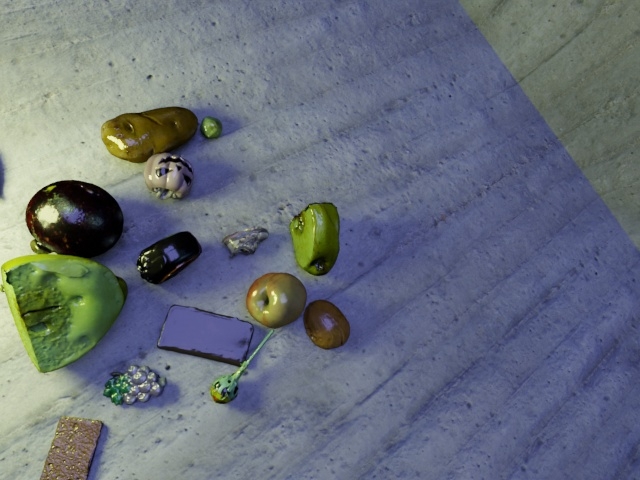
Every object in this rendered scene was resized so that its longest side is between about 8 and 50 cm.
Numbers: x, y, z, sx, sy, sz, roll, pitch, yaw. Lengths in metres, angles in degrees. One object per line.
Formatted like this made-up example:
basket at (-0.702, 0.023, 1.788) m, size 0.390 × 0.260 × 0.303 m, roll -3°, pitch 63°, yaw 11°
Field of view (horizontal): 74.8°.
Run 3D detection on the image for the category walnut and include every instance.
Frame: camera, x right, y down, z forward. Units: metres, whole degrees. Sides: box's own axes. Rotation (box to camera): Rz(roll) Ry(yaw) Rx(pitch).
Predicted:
walnut at (0.029, 0.321, 1.610) m, size 0.167 × 0.087 × 0.211 m, roll -37°, pitch 88°, yaw -21°

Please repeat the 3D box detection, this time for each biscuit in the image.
biscuit at (-0.756, 0.660, 1.265) m, size 0.131 × 0.025 × 0.230 m, roll 15°, pitch 70°, yaw -13°

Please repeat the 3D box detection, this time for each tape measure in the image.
tape measure at (-0.523, 0.056, 1.440) m, size 0.223 × 0.202 × 0.135 m, roll -35°, pitch 90°, yaw -20°

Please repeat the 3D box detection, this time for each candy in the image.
candy at (-0.264, 0.429, 1.454) m, size 0.305 × 0.083 × 0.091 m, roll -52°, pitch 123°, yaw -14°

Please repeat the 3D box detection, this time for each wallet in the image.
wallet at (-0.400, 0.335, 1.481) m, size 0.310 × 0.042 × 0.165 m, roll 17°, pitch 70°, yaw -13°

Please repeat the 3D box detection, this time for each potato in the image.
potato at (-0.629, -0.408, 1.581) m, size 0.369 × 0.196 × 0.176 m, roll -30°, pitch 121°, yaw -33°

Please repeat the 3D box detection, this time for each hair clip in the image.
hair clip at (-0.606, 0.472, 1.372) m, size 0.196 × 0.052 × 0.123 m, roll -6°, pitch 66°, yaw -12°

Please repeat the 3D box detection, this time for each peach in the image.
peach at (-0.148, 0.215, 1.525) m, size 0.233 × 0.232 × 0.232 m, roll 6°, pitch 72°, yaw -17°

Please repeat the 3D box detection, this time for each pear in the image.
pear at (0.000, 0.000, 1.618) m, size 0.164 × 0.238 × 0.255 m, roll -3°, pitch 73°, yaw -26°
pear at (-0.767, 0.180, 1.295) m, size 0.318 × 0.239 × 0.341 m, roll -19°, pitch 111°, yaw -39°

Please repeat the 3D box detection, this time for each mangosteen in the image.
mangosteen at (-0.794, -0.055, 1.355) m, size 0.289 × 0.288 × 0.287 m, roll 6°, pitch 72°, yaw -17°

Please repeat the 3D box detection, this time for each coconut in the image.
coconut at (-0.442, -0.454, 1.693) m, size 0.088 × 0.088 × 0.095 m, roll 9°, pitch 63°, yaw -16°

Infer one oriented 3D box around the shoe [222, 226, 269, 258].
shoe at (-0.278, 0.009, 1.600) m, size 0.180 × 0.089 × 0.092 m, roll -13°, pitch 77°, yaw -20°

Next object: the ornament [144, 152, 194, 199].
ornament at (-0.554, -0.229, 1.534) m, size 0.178 × 0.177 × 0.177 m, roll 6°, pitch 72°, yaw -17°
